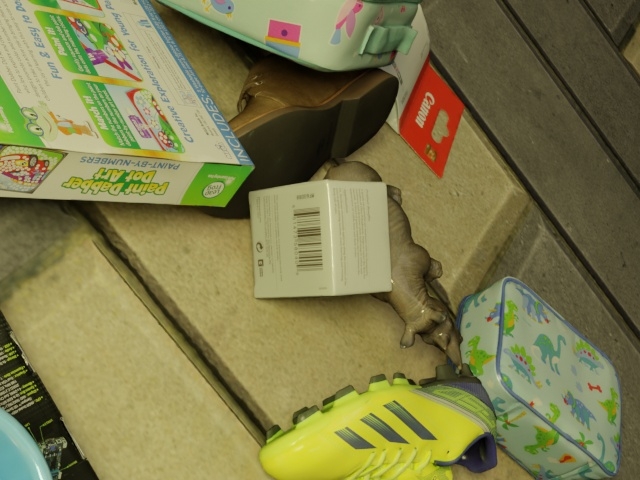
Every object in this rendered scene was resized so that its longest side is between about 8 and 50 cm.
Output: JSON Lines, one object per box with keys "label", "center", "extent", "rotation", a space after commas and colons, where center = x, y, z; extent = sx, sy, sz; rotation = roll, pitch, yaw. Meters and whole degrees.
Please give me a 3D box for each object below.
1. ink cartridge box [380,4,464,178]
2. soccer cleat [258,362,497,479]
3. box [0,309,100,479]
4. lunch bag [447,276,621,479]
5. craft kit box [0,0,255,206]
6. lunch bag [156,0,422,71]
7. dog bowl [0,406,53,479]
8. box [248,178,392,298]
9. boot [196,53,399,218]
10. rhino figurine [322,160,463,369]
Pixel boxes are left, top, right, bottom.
{"label": "ink cartridge box", "center": [0.108, -0.219, 1.212], "extent": [0.232, 0.066, 0.189], "rotation": [41, 40, -14]}
{"label": "soccer cleat", "center": [0.068, 0.182, 0.856], "extent": [0.289, 0.093, 0.121], "rotation": [-2, 68, -49]}
{"label": "box", "center": [-0.242, 0.136, 0.585], "extent": [0.190, 0.045, 0.184], "rotation": [-30, 91, -52]}
{"label": "lunch bag", "center": [0.237, 0.155, 1.062], "extent": [0.219, 0.090, 0.176], "rotation": [39, 42, -23]}
{"label": "craft kit box", "center": [-0.206, -0.135, 0.755], "extent": [0.246, 0.061, 0.250], "rotation": [4, 45, -49]}
{"label": "lunch bag", "center": [-0.019, -0.243, 0.941], "extent": [0.224, 0.108, 0.279], "rotation": [24, 19, 11]}
{"label": "dog bowl", "center": [-0.204, 0.211, 0.484], "extent": [0.166, 0.074, 0.297], "rotation": [14, 59, -44]}
{"label": "box", "center": [0.000, 0.000, 0.878], "extent": [0.087, 0.102, 0.101], "rotation": [-2, 88, -48]}
{"label": "boot", "center": [-0.049, -0.115, 0.957], "extent": [0.115, 0.112, 0.305], "rotation": [33, 39, 19]}
{"label": "rhino figurine", "center": [0.072, 0.023, 0.943], "extent": [0.243, 0.073, 0.106], "rotation": [61, 16, 22]}
